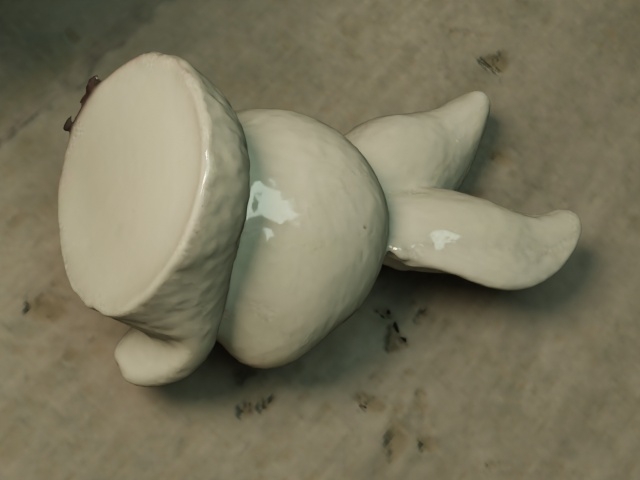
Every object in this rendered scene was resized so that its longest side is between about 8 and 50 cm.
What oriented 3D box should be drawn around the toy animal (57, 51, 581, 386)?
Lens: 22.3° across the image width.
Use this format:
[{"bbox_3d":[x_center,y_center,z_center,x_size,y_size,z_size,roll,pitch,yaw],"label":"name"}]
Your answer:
[{"bbox_3d":[-0.003,-0.001,0.672,0.220,0.131,0.104,8,30,-43],"label":"toy animal"}]
